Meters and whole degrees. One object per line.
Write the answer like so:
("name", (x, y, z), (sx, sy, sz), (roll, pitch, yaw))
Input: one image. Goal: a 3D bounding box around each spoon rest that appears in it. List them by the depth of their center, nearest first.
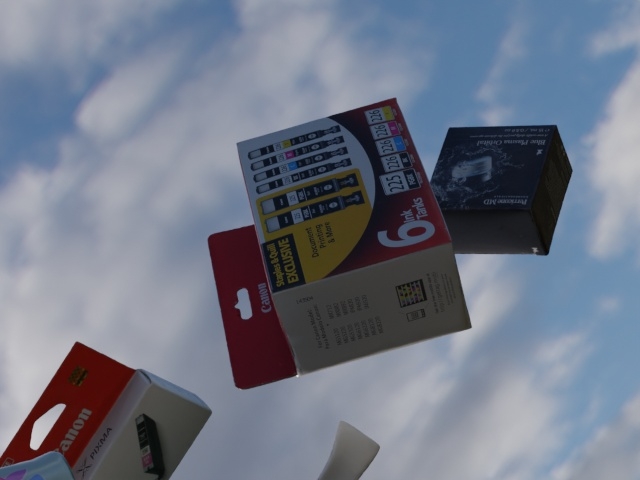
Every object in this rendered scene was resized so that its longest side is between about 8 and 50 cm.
("spoon rest", (-0.034, 0.327, 2.066), (0.276, 0.137, 0.084), (-54, 5, 30))

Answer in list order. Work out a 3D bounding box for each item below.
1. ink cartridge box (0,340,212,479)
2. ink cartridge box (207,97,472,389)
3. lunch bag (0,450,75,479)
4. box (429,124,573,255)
("ink cartridge box", (-0.326, 0.309, 2.624), (0.239, 0.060, 0.275), (30, -84, -39))
("ink cartridge box", (0.000, 0.000, 2.045), (0.271, 0.309, 0.130), (-16, -54, 0))
("lunch bag", (-0.242, 0.325, 1.515), (0.107, 0.279, 0.224), (-14, -22, -26))
("box", (0.232, -0.066, 2.358), (0.093, 0.156, 0.158), (64, -144, -42))
